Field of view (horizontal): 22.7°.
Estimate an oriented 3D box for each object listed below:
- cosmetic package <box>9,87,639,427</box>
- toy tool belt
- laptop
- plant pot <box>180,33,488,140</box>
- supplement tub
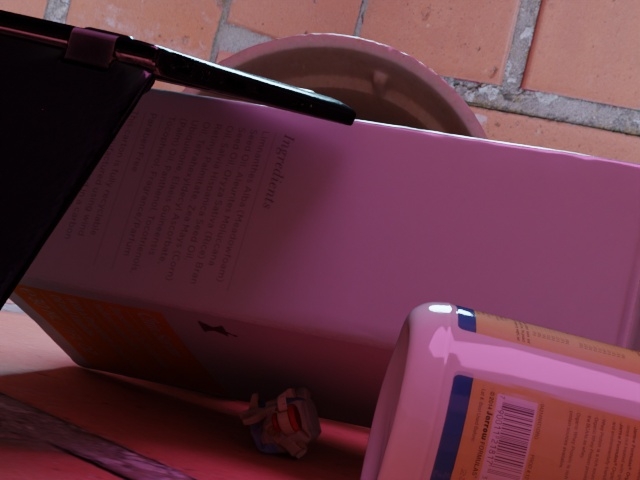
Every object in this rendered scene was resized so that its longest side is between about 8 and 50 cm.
[{"bbox_3d":[0.010,0.028,1.153,0.453,0.161,0.230,10,-21,17],"label":"cosmetic package"},{"bbox_3d":[-0.032,0.129,1.105,0.051,0.052,0.083,-17,-8,10],"label":"toy tool belt"},{"bbox_3d":[-0.251,-0.032,0.961,0.382,0.236,0.408,16,4,25],"label":"laptop"},{"bbox_3d":[0.007,0.005,1.543,0.334,0.334,0.305,15,-9,7],"label":"plant pot"},{"bbox_3d":[0.128,0.122,0.847,0.200,0.144,0.144,15,2,-1],"label":"supplement tub"}]
